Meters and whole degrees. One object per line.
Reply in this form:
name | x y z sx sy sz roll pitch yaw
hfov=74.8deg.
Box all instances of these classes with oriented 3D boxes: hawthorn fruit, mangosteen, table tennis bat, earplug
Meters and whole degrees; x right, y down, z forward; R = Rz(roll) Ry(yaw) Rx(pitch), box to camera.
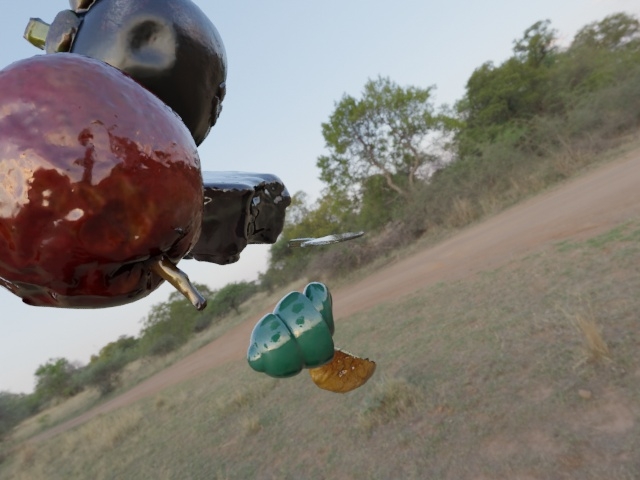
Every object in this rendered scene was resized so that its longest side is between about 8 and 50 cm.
hawthorn fruit | -0.198 -0.032 0.393 0.230 0.265 0.210 -58 -6 22
mangosteen | -0.303 -0.269 0.662 0.301 0.275 0.275 19 -15 -12
table tennis bat | 0.000 0.000 0.992 0.131 0.022 0.234 -15 5 -41
earplug | -0.049 0.192 0.899 0.280 0.164 0.257 -24 -1 -36

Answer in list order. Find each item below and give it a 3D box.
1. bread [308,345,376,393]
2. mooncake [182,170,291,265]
bread | 0.034 0.370 1.226 0.134 0.260 0.129 -64 19 -14
mooncake | -0.274 -0.073 1.066 0.350 0.213 0.381 15 16 25
